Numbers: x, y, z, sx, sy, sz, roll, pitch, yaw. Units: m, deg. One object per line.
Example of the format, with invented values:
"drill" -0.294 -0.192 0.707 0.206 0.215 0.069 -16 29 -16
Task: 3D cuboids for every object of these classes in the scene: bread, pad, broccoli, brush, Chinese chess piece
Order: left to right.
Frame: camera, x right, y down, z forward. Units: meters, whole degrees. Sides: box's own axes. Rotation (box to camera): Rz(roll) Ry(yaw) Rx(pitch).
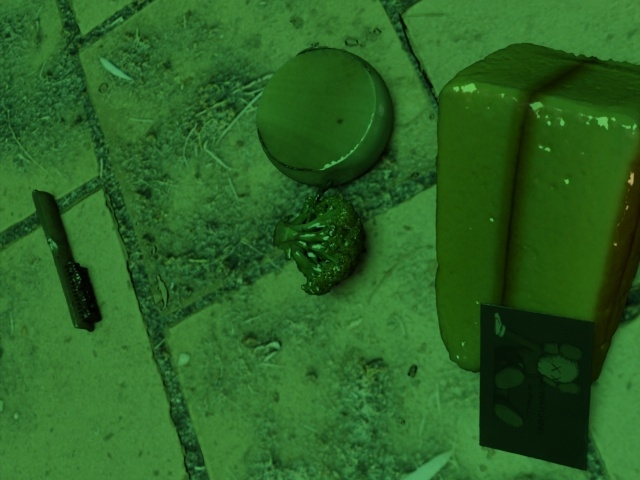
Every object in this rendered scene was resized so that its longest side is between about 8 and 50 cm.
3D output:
"brush" -0.393 0.024 1.352 0.036 0.043 0.248 -28 68 11
"broccoli" 0.000 0.000 1.123 0.131 0.120 0.130 -60 35 40
"Chinese chess piece" 0.006 -0.165 1.177 0.188 0.083 0.189 -6 75 23
"pad" 0.241 0.167 0.986 0.127 0.004 0.190 7 113 28
"bread" 0.271 -0.024 1.035 0.233 0.245 0.362 18 120 29
